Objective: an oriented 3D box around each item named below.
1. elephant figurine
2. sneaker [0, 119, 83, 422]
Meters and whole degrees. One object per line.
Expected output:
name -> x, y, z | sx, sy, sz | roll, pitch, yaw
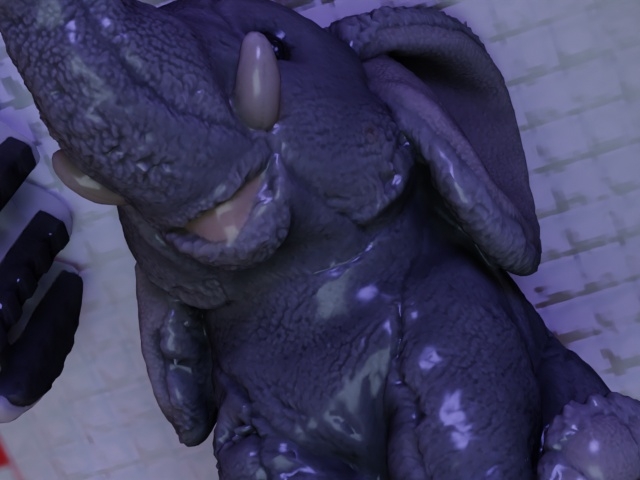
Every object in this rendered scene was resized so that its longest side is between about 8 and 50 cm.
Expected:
elephant figurine -> 0.000, 0.000, 0.454 | 0.169, 0.186, 0.239 | -21, 84, -21
sneaker -> -0.171, -0.070, 0.464 | 0.118, 0.110, 0.292 | -7, 113, 19
